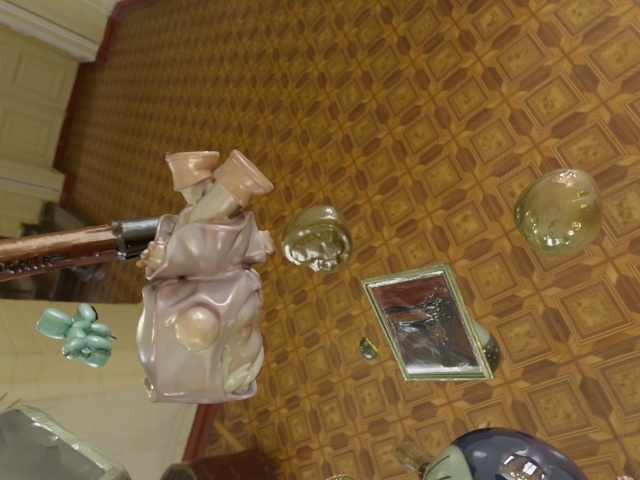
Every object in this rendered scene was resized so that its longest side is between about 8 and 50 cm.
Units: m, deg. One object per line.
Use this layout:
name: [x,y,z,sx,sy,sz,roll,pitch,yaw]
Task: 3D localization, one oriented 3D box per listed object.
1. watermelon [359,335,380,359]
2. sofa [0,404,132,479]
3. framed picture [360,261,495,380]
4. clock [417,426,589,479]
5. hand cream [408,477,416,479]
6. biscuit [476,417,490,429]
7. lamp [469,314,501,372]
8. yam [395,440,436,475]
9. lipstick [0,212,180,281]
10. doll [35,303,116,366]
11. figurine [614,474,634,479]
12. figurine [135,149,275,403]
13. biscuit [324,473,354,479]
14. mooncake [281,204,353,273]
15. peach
watermelon: [0.195,0.449,1.732,0.062,0.105,0.105,-38,51,-7]
sofa: [-0.381,0.342,0.496,0.225,0.210,0.176,27,102,7]
framed picture: [0.221,0.187,0.905,0.216,0.016,0.273,-17,102,40]
clock: [0.149,0.274,0.329,0.243,0.146,0.200,-72,-11,-50]
hand cream: [0.150,0.546,0.831,0.165,0.037,0.057,-48,11,-26]
biscuit: [0.523,0.712,1.434,0.029,0.142,0.221,16,80,36]
lamp: [0.459,0.316,1.404,0.182,0.182,0.314,-38,89,31]
yam: [0.248,0.519,0.974,0.300,0.066,0.066,124,144,-72]
lipstick: [-0.408,0.010,0.741,0.077,0.418,0.077,23,118,50]
doll: [-0.493,0.196,0.873,0.158,0.159,0.059,34,93,6]
figurine: [0.800,0.676,0.977,0.369,0.167,0.281,-26,36,-9]
figurine: [-0.119,0.044,0.439,0.133,0.200,0.276,6,98,3]
biscuit: [0.034,0.634,1.077,0.120,0.120,0.015,-58,30,17]
mooncake: [0.000,0.000,1.366,0.235,0.234,0.117,-40,27,30]
peach: [0.780,-0.095,1.390,0.247,0.292,0.292,30,104,5]
